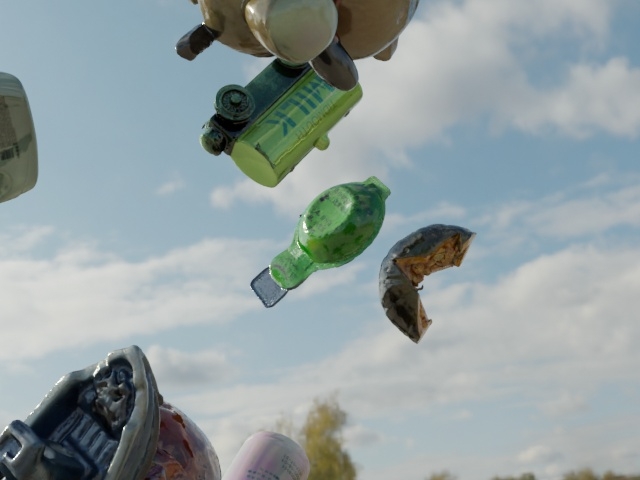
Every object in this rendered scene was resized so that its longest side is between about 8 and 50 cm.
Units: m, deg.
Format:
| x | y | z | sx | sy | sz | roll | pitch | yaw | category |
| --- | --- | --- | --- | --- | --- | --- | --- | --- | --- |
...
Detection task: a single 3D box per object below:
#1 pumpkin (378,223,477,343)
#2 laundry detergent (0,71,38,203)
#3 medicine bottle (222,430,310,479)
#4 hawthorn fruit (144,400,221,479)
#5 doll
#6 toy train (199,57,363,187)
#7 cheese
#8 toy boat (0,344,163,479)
| x | y | z | sx | sy | sz | roll | pitch | yaw | category |
| --- | --- | --- | --- | --- | --- | --- | --- | --- | --- |
| 0.144 | 0.048 | 1.344 | 0.108 | 0.183 | 0.119 | 28 | -8 | 17 | pumpkin |
| -0.744 | -0.167 | 1.747 | 0.125 | 0.263 | 0.398 | 11 | 24 | 39 | laundry detergent |
| -0.132 | 0.511 | 1.788 | 0.152 | 0.152 | 0.254 | -20 | 19 | 31 | medicine bottle |
| -0.246 | 0.321 | 1.153 | 0.276 | 0.276 | 0.307 | 1 | -8 | -22 | hawthorn fruit |
| -0.009 | -0.260 | 0.880 | 0.174 | 0.235 | 0.330 | -5 | 16 | 33 | doll |
| -0.049 | -0.180 | 1.278 | 0.253 | 0.157 | 0.105 | -47 | -6 | -31 | toy train |
| 0.000 | 0.000 | 1.724 | 0.320 | 0.204 | 0.083 | -43 | -49 | 1 | cheese |
| -0.259 | 0.225 | 0.845 | 0.309 | 0.129 | 0.142 | -52 | -33 | -6 | toy boat |
